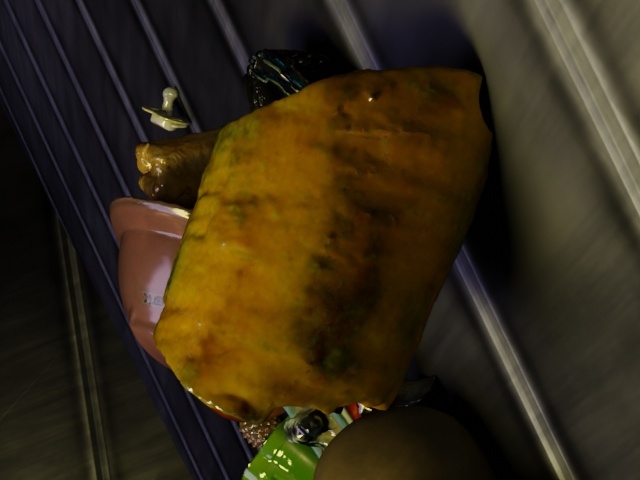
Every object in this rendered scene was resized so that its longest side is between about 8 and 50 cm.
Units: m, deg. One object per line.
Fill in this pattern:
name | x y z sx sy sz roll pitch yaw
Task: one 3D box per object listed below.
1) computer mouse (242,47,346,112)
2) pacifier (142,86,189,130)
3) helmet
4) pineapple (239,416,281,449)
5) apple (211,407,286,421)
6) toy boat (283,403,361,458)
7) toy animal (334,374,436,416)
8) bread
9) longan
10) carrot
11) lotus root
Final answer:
computer mouse | -0.002 -0.135 1.477 0.242 0.077 0.146 43 152 45
pacifier | -0.231 -0.204 2.153 0.083 0.068 0.064 28 108 38
helmet | -0.103 0.073 1.593 0.271 0.338 0.197 10 88 34
pineapple | -0.073 0.353 2.404 0.159 0.074 0.074 43 154 34
apple | -0.101 0.175 2.056 0.181 0.168 0.181 160 90 -78
toy boat | 0.009 0.268 1.812 0.332 0.133 0.145 57 155 0
toy animal | 0.108 0.205 1.655 0.117 0.121 0.210 -14 125 30
bread | -0.108 -0.091 1.637 0.114 0.211 0.083 -146 50 -64
longan | 0.095 0.277 1.530 0.220 0.196 0.196 34 176 -24
carrot | 0.000 0.000 1.249 0.241 0.340 0.241 21 174 2
lotus root | -0.005 0.357 2.067 0.186 0.186 0.186 56 161 31
